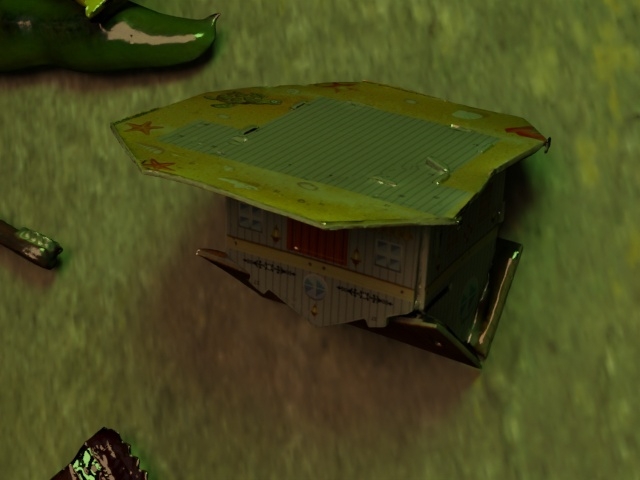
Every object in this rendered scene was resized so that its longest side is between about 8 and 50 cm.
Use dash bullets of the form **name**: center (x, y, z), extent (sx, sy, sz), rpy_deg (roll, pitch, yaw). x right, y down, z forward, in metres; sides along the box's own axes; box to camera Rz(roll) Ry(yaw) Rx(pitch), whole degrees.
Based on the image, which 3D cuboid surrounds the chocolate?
- **chocolate**: center (-0.174, 0.199, 0.823), extent (0.182, 0.028, 0.086), rpy_deg (-42, 71, 9)

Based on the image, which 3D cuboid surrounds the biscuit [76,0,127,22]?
- **biscuit**: center (-0.233, -0.250, 0.914), extent (0.048, 0.026, 0.292), rpy_deg (-44, 71, -10)

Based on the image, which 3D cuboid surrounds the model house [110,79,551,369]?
- **model house**: center (0.000, 0.000, 0.749), extent (0.219, 0.207, 0.136), rpy_deg (14, 118, 25)

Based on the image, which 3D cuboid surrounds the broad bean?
- **broad bean**: center (-0.205, -0.144, 0.924), extent (0.298, 0.043, 0.060), rpy_deg (-1, 87, 24)

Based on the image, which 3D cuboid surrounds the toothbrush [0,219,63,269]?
- **toothbrush**: center (-0.325, -0.058, 0.951), extent (0.364, 0.041, 0.041), rpy_deg (26, 87, 27)
